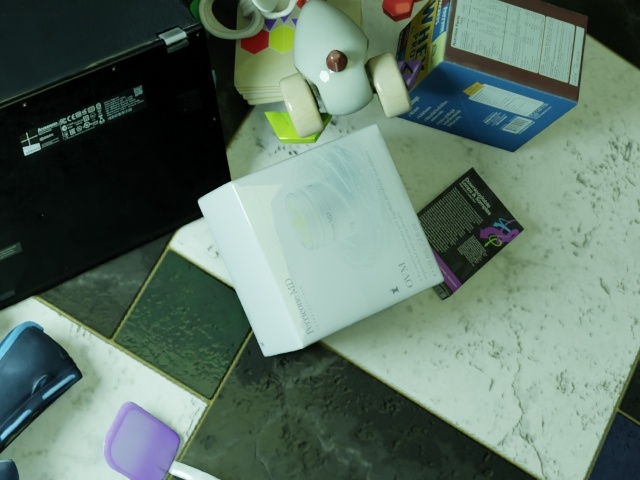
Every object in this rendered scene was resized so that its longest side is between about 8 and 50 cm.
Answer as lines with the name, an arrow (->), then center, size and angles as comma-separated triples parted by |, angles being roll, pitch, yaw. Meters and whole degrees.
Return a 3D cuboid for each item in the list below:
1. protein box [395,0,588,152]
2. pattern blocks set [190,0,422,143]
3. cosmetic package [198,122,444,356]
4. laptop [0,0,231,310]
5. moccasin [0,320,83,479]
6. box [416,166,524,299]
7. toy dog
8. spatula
protein box -> 0.226, -0.239, 2.016 | 0.201, 0.200, 0.136 | 16, 69, -14
pattern blocks set -> -0.023, -0.261, 1.964 | 0.325, 0.026, 0.285 | 7, 71, 8
cosmetic package -> 0.000, 0.000, 1.878 | 0.225, 0.138, 0.224 | -24, 91, -24
laptop -> -0.353, -0.186, 1.829 | 0.382, 0.236, 0.408 | -26, 127, -24
moccasin -> -0.389, 0.248, 1.677 | 0.117, 0.138, 0.342 | 38, 66, -10
box -> 0.190, -0.011, 2.026 | 0.162, 0.029, 0.116 | -39, 90, -24
toy dog -> -0.008, -0.289, 1.872 | 0.220, 0.161, 0.333 | -36, 70, -8
spatula -> -0.133, 0.303, 1.808 | 0.296, 0.030, 0.084 | 30, 67, -9
